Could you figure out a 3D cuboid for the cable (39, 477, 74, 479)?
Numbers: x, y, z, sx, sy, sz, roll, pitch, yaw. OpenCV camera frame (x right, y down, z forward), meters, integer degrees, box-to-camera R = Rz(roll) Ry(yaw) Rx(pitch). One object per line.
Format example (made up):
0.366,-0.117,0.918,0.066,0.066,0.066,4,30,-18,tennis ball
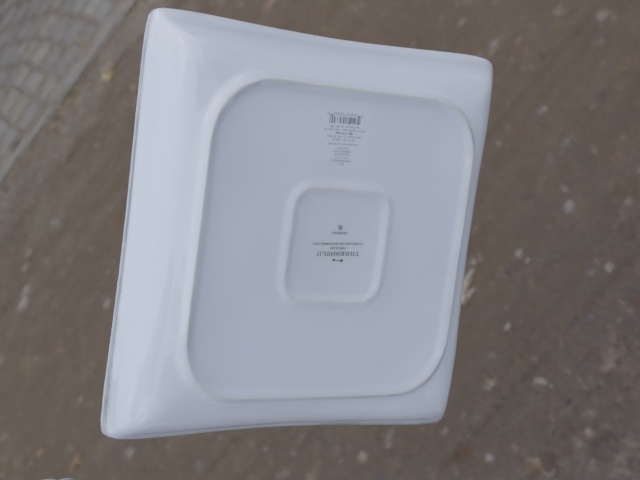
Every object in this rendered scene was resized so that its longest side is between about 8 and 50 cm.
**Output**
-0.219,0.197,0.606,0.257,0.257,0.089,-34,77,43,cable

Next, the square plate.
0.000,0.000,1.027,0.049,0.347,0.344,20,104,56,square plate
